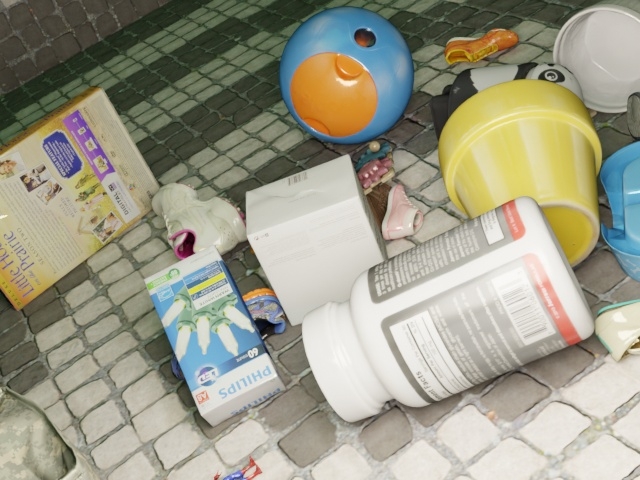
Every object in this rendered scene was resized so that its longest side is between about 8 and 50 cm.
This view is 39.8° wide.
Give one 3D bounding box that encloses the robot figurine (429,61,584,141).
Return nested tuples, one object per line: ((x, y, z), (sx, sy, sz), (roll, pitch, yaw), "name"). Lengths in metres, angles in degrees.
((0.346, -0.244, 1.646), (0.278, 0.173, 0.209), (2, 69, 36), "robot figurine")

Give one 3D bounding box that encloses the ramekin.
((0.551, -0.352, 1.649), (0.207, 0.207, 0.109), (6, 35, 39), "ramekin")

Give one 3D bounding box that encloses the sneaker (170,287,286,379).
((-0.154, 0.165, 1.491), (0.221, 0.083, 0.087), (-35, 42, -9), "sneaker")

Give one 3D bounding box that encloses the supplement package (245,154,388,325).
((0.000, 0.000, 1.505), (0.194, 0.203, 0.149), (-19, 33, 8), "supplement package")

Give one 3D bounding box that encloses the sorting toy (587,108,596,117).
((0.477, -0.231, 1.692), (0.083, 0.012, 0.062), (-34, 39, -20), "sorting toy")

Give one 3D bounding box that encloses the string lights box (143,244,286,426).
((-0.171, 0.150, 1.422), (0.133, 0.077, 0.260), (-27, 61, -4), "string lights box")

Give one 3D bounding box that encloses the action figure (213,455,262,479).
((-0.139, 0.353, 1.264), (0.115, 0.030, 0.038), (-36, 40, -14), "action figure")

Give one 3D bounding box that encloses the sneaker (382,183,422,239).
((0.158, -0.054, 1.619), (0.070, 0.051, 0.134), (-6, 40, 23), "sneaker")

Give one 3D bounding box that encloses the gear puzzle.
((-0.007, -0.081, 1.702), (0.339, 0.044, 0.175), (-33, 20, 17), "gear puzzle")

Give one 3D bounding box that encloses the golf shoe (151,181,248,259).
((-0.278, -0.035, 1.821), (0.140, 0.115, 0.306), (-45, 37, -23), "golf shoe")

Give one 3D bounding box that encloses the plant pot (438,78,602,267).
((0.325, -0.083, 1.382), (0.254, 0.254, 0.239), (-16, 43, 13), "plant pot")

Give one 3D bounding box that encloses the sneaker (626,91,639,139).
((0.631, -0.215, 1.514), (0.163, 0.086, 0.226), (-4, 13, -3), "sneaker")

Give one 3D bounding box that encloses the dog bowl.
((0.519, -0.046, 1.352), (0.165, 0.074, 0.297), (-9, 36, 23), "dog bowl")

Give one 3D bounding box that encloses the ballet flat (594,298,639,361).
((0.493, 0.101, 1.174), (0.248, 0.086, 0.086), (-20, 33, 10), "ballet flat")

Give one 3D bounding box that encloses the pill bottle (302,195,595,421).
((0.170, 0.104, 1.226), (0.363, 0.210, 0.210), (-26, 32, 16), "pill bottle")

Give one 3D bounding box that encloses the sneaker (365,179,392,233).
((0.108, -0.077, 1.666), (0.071, 0.066, 0.188), (-20, 34, 8), "sneaker")

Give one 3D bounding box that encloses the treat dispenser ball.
((0.055, -0.348, 1.875), (0.288, 0.288, 0.288), (-17, 34, 12), "treat dispenser ball")

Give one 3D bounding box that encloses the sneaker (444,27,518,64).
((0.368, -0.436, 2.021), (0.175, 0.064, 0.067), (-9, 56, 31), "sneaker")

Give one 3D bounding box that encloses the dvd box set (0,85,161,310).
((-0.573, -0.093, 1.913), (0.420, 0.308, 0.062), (-41, 34, -22), "dvd box set")

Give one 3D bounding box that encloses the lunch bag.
((-0.375, 0.365, 1.207), (0.287, 0.235, 0.169), (12, 42, 44), "lunch bag")
